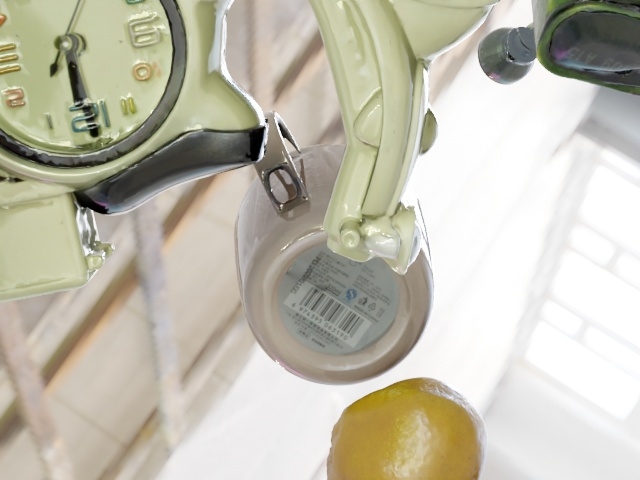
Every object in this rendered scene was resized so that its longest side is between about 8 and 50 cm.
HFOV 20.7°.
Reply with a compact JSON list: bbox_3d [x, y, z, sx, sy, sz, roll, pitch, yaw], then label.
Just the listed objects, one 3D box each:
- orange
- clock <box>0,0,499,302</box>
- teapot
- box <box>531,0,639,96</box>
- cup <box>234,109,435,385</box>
[{"bbox_3d":[0.073,0.193,1.528,0.159,0.136,0.159,16,-90,-83],"label":"orange"},{"bbox_3d":[-0.056,-0.100,1.134,0.120,0.379,0.276,-69,-28,-76],"label":"clock"},{"bbox_3d":[0.225,-0.221,1.995,0.088,0.066,0.057,-46,9,-24],"label":"teapot"},{"bbox_3d":[0.224,-0.272,1.383,0.097,0.134,0.345,107,166,-52],"label":"box"},{"bbox_3d":[0.000,0.000,1.639,0.192,0.252,0.200,-25,17,6],"label":"cup"}]
